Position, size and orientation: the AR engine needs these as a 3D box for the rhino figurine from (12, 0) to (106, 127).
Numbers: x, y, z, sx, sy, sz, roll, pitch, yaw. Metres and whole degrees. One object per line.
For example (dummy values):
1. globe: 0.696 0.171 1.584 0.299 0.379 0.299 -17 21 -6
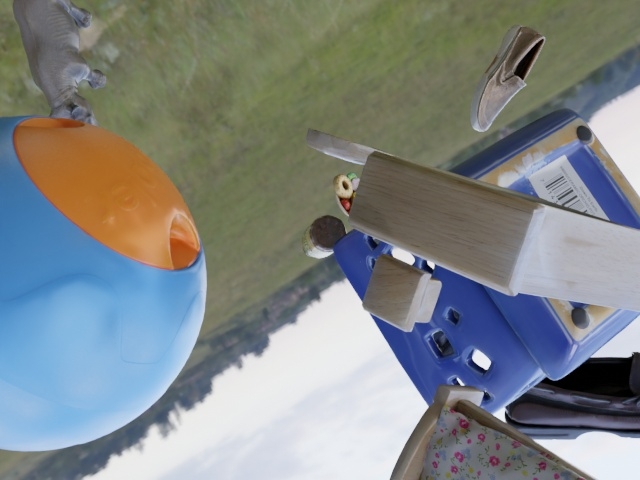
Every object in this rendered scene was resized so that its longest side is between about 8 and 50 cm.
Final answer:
1. rhino figurine: -0.326 -0.219 1.151 0.073 0.243 0.106 -21 166 15

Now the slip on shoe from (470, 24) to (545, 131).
1. slip on shoe: 0.224 -0.191 1.094 0.051 0.041 0.135 28 90 -54

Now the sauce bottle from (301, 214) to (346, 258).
1. sauce bottle: 0.000 0.000 1.025 0.042 0.042 0.128 -28 176 -12

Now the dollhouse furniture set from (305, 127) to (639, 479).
1. dollhouse furniture set: 0.060 0.138 0.554 0.174 0.355 0.303 11 -170 -43

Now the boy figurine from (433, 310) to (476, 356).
1. boy figurine: 0.262 0.099 1.408 0.285 0.092 0.177 -49 -150 22

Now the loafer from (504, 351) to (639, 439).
1. loafer: 0.369 0.181 1.121 0.302 0.095 0.109 -10 -160 22

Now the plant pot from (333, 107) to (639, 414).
1. plant pot: 0.190 0.018 0.891 0.236 0.236 0.212 -29 173 -30

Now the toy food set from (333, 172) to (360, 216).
1. toy food set: 0.057 -0.072 1.492 0.082 0.083 0.020 -11 165 -45

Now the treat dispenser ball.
1. treat dispenser ball: -0.244 0.036 0.793 0.288 0.288 0.288 -28 180 0
